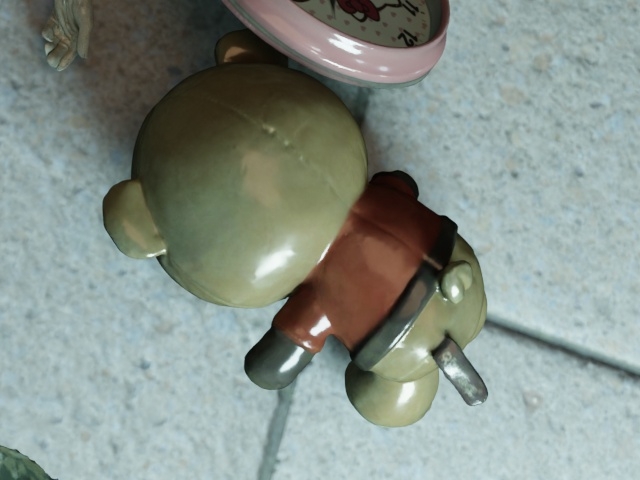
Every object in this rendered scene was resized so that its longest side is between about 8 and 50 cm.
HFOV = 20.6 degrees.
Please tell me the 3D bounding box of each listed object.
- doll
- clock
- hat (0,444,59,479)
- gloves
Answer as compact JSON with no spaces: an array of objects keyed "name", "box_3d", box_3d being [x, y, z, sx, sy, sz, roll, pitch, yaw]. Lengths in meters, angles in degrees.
[{"name":"doll","box_3d":[0.000,0.000,1.371,0.330,0.174,0.235,38,66,-10]},{"name":"clock","box_3d":[0.000,-0.220,1.441,0.244,0.056,0.244,24,39,-21]},{"name":"hat","box_3d":[-0.273,0.266,1.237,0.265,0.128,0.265,2,73,-7]},{"name":"gloves","box_3d":[-0.197,-0.174,1.405,0.044,0.037,0.081,24,85,22]}]
